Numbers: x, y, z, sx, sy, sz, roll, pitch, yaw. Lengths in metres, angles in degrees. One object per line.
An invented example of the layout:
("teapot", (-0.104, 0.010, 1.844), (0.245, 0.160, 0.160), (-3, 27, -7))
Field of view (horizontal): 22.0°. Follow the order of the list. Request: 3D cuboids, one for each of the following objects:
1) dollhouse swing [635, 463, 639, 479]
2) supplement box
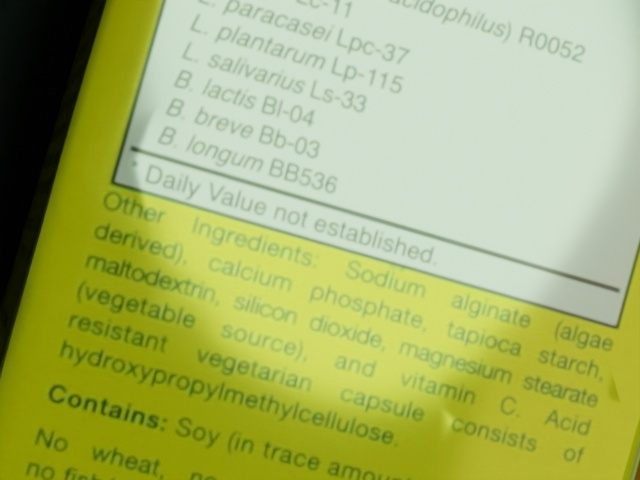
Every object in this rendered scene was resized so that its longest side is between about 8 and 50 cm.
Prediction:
("dollhouse swing", (0.118, 0.155, 0.780), (0.347, 0.315, 0.305), (-38, 151, -34))
("supplement box", (0.000, 0.000, 0.568), (0.194, 0.195, 0.356), (17, 88, -11))
